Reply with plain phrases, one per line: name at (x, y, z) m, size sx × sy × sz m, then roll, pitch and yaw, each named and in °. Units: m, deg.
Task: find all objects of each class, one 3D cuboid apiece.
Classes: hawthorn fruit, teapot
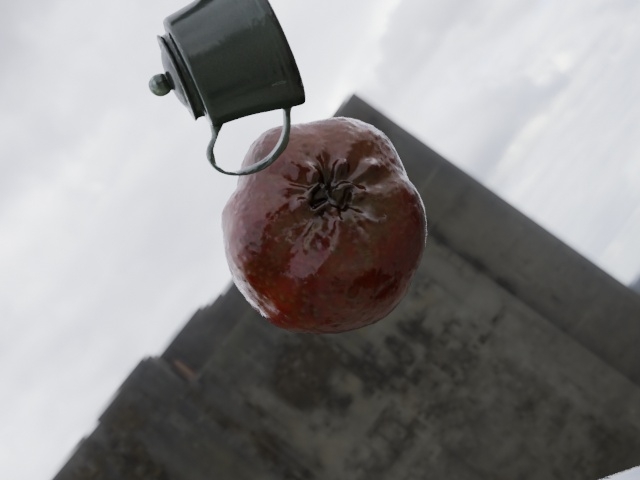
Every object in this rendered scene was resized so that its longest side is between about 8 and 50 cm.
hawthorn fruit at (0.000, 0.000, 1.766) m, size 0.287 × 0.287 × 0.330 m, roll -48°, pitch -11°, yaw -20°
teapot at (-0.111, -0.183, 1.429) m, size 0.149 × 0.239 × 0.162 m, roll -25°, pitch 17°, yaw -7°

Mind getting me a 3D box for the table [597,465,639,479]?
table at (0.435, 0.384, 1.458) m, size 0.317 × 0.249 × 0.317 m, roll -17°, pitch -1°, yaw 0°
